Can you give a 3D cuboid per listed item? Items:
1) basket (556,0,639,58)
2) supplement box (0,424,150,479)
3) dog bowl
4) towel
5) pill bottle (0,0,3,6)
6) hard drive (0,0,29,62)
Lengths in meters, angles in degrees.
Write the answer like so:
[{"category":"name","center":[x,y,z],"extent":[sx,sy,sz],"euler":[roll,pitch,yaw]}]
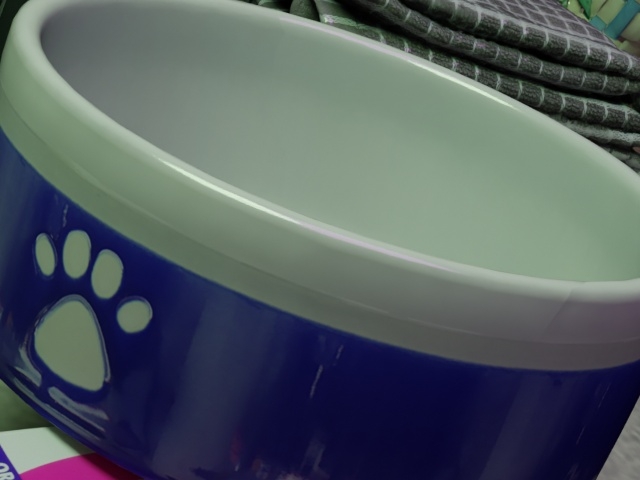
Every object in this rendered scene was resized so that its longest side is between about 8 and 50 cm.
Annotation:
[{"category":"basket","center":[0.220,-0.282,1.382],"extent":[0.201,0.254,0.289],"euler":[-6,53,-44]},{"category":"supplement box","center":[-0.026,0.134,0.574],"extent":[0.220,0.114,0.111],"euler":[0,36,-45]},{"category":"dog bowl","center":[0.000,0.000,0.611],"extent":[0.265,0.104,0.265],"euler":[17,20,-6]},{"category":"towel","center":[0.077,-0.135,1.114],"extent":[0.284,0.121,0.235],"euler":[12,23,-27]},{"category":"pill bottle","center":[-0.229,-0.195,0.869],"extent":[0.204,0.204,0.361],"euler":[32,27,9]},{"category":"hard drive","center":[-0.142,-0.104,0.862],"extent":[0.022,0.135,0.094],"euler":[36,28,18]}]
